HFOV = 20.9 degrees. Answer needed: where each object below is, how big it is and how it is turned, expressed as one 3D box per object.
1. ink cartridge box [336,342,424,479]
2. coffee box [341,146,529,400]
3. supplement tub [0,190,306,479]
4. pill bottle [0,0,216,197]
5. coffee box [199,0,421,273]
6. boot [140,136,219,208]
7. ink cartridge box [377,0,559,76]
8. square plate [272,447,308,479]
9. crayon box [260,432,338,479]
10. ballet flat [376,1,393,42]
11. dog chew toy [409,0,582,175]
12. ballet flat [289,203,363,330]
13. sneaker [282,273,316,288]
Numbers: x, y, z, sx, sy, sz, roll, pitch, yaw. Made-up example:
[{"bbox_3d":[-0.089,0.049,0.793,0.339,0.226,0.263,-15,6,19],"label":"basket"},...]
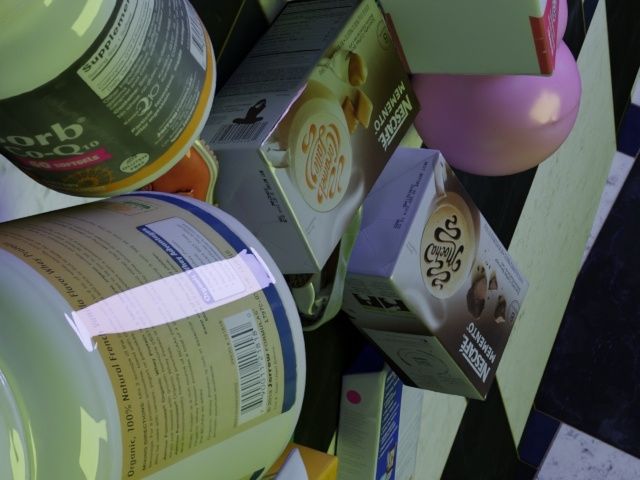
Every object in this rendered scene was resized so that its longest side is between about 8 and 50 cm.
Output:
[{"bbox_3d":[0.081,0.220,2.248,0.176,0.069,0.371,-48,151,-52],"label":"ink cartridge box"},{"bbox_3d":[0.117,0.041,2.006,0.297,0.118,0.168,52,55,-48],"label":"coffee box"},{"bbox_3d":[-0.177,0.099,1.093,0.316,0.228,0.228,-17,121,-58],"label":"supplement tub"},{"bbox_3d":[-0.175,-0.140,1.049,0.278,0.162,0.162,49,58,-68],"label":"pill bottle"},{"bbox_3d":[-0.016,-0.100,1.581,0.246,0.098,0.141,-57,133,-42],"label":"coffee box"},{"bbox_3d":[-0.127,-0.031,1.448,0.085,0.059,0.158,-56,156,-33],"label":"boot"},{"bbox_3d":[0.153,-0.388,1.687,0.279,0.160,0.385,56,38,-67],"label":"ink cartridge box"},{"bbox_3d":[-0.089,0.424,1.631,0.344,0.049,0.347,-58,161,-43],"label":"square plate"},{"bbox_3d":[-0.067,0.357,1.893,0.323,0.083,0.203,-44,145,-58],"label":"crayon box"},{"bbox_3d":[0.097,-0.267,1.892,0.073,0.067,0.206,-3,107,-71],"label":"ballet flat"},{"bbox_3d":[0.198,-0.244,2.024,0.206,0.206,0.332,-52,143,-49],"label":"dog chew toy"},{"bbox_3d":[0.000,0.000,1.821,0.068,0.072,0.213,-38,141,-54],"label":"ballet flat"},{"bbox_3d":[-0.013,-0.042,1.753,0.071,0.066,0.188,-50,150,-54],"label":"sneaker"}]
